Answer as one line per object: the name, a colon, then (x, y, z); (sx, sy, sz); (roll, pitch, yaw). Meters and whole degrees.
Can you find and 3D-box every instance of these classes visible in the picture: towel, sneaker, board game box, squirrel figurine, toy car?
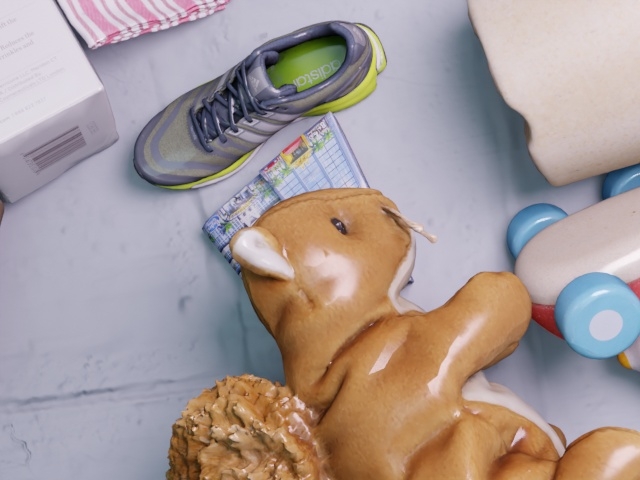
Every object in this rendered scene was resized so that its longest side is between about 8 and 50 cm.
towel: (-0.203, -0.292, 1.095); (0.197, 0.029, 0.144); (-28, 79, -37)
sneaker: (-0.075, -0.154, 1.077); (0.300, 0.121, 0.111); (-31, 82, 6)
board game box: (0.000, 0.000, 1.086); (0.194, 0.060, 0.194); (-40, 81, 4)
squirrel figurine: (0.018, 0.155, 0.922); (0.397, 0.281, 0.370); (-39, 86, 0)
toy car: (0.321, 0.076, 0.989); (0.210, 0.219, 0.238); (-26, 111, 6)

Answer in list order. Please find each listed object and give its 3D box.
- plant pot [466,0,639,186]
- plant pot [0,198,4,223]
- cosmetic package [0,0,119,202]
plant pot: (0.313, -0.209, 0.943); (0.305, 0.334, 0.334); (-23, 83, 18)
plant pot: (-0.464, 0.020, 1.083); (0.263, 0.263, 0.229); (23, 72, 10)
cosmetic package: (-0.374, -0.256, 1.061); (0.156, 0.217, 0.385); (-31, 85, -10)
